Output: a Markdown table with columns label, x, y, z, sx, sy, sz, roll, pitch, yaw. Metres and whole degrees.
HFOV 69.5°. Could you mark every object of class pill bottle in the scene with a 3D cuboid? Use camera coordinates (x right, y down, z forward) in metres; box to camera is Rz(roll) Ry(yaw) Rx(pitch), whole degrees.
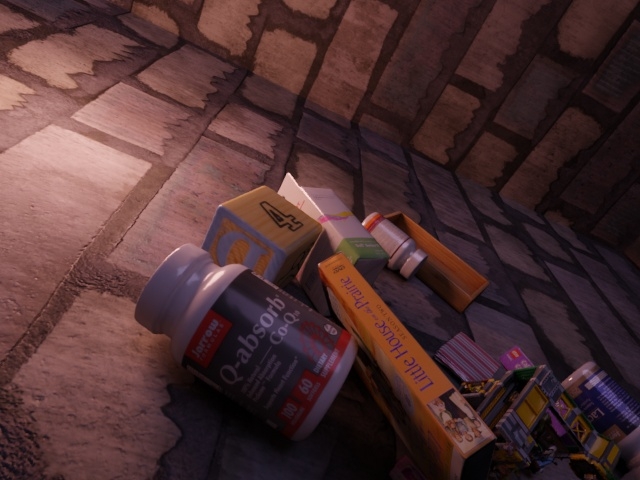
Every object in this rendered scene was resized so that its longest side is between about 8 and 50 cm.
| label | x | y | z | sx | sy | sz | roll | pitch | yaw |
| --- | --- | --- | --- | --- | --- | --- | --- | --- | --- |
| pill bottle | 0.775 | 0.471 | 1.231 | 0.153 | 0.153 | 0.265 | -2 | 42 | -43 |
| pill bottle | 0.227 | 0.018 | 1.480 | 0.221 | 0.121 | 0.121 | 40 | 31 | 18 |
| pill bottle | -0.132 | 0.173 | 0.833 | 0.362 | 0.210 | 0.210 | 32 | 29 | 4 |

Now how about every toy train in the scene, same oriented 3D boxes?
| label | x | y | z | sx | sy | sz | roll | pitch | yaw |
| --- | --- | --- | --- | --- | --- | --- | --- | --- | --- |
| toy train | 0.457 | 0.432 | 1.058 | 0.080 | 0.105 | 0.184 | 7 | 36 | -34 |

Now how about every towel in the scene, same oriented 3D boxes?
| label | x | y | z | sx | sy | sz | roll | pitch | yaw |
| --- | --- | --- | --- | --- | --- | --- | --- | --- | --- |
| towel | 0.400 | 0.328 | 1.253 | 0.144 | 0.029 | 0.197 | 44 | 30 | 24 |

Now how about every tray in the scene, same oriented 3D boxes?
| label | x | y | z | sx | sy | sz | roll | pitch | yaw |
| --- | --- | --- | --- | --- | --- | --- | --- | --- | --- |
| tray | 0.371 | 0.061 | 1.592 | 0.411 | 0.076 | 0.202 | 41 | 32 | 21 |

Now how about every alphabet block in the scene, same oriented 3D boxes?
| label | x | y | z | sx | sy | sz | roll | pitch | yaw |
| --- | --- | --- | --- | --- | --- | --- | --- | --- | --- |
| alphabet block | -0.143 | 0.012 | 1.094 | 0.193 | 0.192 | 0.197 | 37 | 29 | 9 |

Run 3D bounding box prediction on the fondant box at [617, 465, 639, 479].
| label | x | y | z | sx | sy | sz | roll | pitch | yaw |
| --- | --- | --- | --- | --- | --- | --- | --- | --- | --- |
| fondant box | 0.771 | 0.612 | 0.922 | 0.330 | 0.238 | 0.096 | 40 | 32 | 18 |

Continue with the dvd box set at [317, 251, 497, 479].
| label | x | y | z | sx | sy | sz | roll | pitch | yaw |
| --- | --- | --- | --- | --- | --- | --- | --- | --- | --- |
| dvd box set | 0.139 | 0.256 | 0.847 | 0.062 | 0.308 | 0.420 | -27 | 47 | -13 |

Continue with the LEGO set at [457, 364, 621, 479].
| label | x | y | z | sx | sy | sz | roll | pitch | yaw |
| --- | --- | --- | --- | --- | --- | --- | --- | --- | --- |
| LEGO set | 0.341 | 0.384 | 0.855 | 0.192 | 0.331 | 0.255 | -33 | 93 | -31 |

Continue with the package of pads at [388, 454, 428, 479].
| label | x | y | z | sx | sy | sz | roll | pitch | yaw |
| --- | --- | --- | --- | --- | --- | --- | --- | --- | --- |
| package of pads | 0.170 | 0.448 | 0.854 | 0.083 | 0.032 | 0.050 | 45 | 28 | 23 |

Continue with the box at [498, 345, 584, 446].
| label | x | y | z | sx | sy | sz | roll | pitch | yaw |
| --- | --- | --- | --- | --- | --- | --- | --- | --- | --- |
| box | 0.539 | 0.387 | 1.110 | 0.293 | 0.057 | 0.201 | 44 | 11 | -49 |

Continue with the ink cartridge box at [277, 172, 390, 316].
| label | x | y | z | sx | sy | sz | roll | pitch | yaw |
| --- | --- | --- | --- | --- | --- | --- | --- | --- | --- |
| ink cartridge box | 0.000 | 0.000 | 1.218 | 0.119 | 0.207 | 0.353 | -1 | 42 | -40 |
